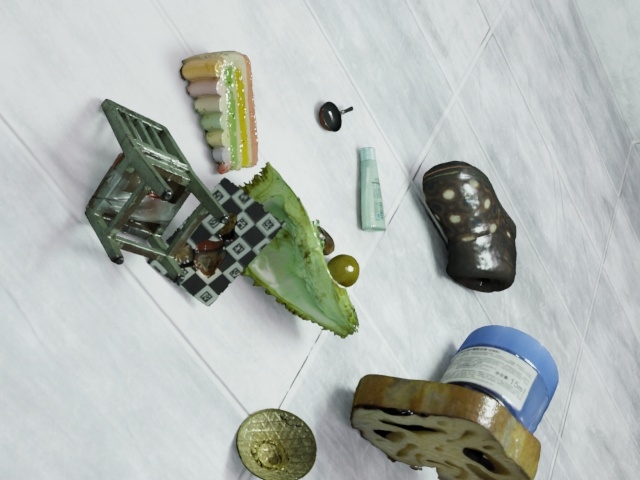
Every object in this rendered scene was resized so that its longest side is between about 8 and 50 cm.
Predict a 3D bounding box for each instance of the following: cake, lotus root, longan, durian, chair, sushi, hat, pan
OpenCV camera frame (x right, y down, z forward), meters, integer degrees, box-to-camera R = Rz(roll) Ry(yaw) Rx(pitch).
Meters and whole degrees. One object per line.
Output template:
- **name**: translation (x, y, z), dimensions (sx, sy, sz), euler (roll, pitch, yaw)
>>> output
- **cake**: translation (-0.162, -0.236, 1.408), dimensions (0.109, 0.090, 0.225), euler (-31, 106, -54)
- **lotus root**: translation (0.246, 0.379, 1.529), dimensions (0.391, 0.375, 0.111), euler (26, 64, -1)
- **lotus root**: translation (0.002, -0.001, 1.593), dimensions (0.083, 0.030, 0.037), euler (45, 50, -34)
- **longan**: translation (0.045, 0.069, 1.599), dimensions (0.075, 0.075, 0.083), euler (29, 68, -44)
- **durian**: translation (-0.033, 0.021, 1.413), dimensions (0.163, 0.198, 0.394), euler (-51, 121, -46)
- **chair**: translation (-0.279, -0.077, 1.209), dimensions (0.136, 0.147, 0.270), euler (23, 20, -49)
- **sushi**: translation (-0.172, -0.002, 1.290), dimensions (0.139, 0.201, 0.031), euler (41, 7, -26)
- **hat**: translation (-0.084, 0.377, 1.374), dimensions (0.146, 0.067, 0.146), euler (11, 44, -11)
- **pan**: translation (0.033, -0.275, 1.705), dimensions (0.115, 0.023, 0.068), euler (-30, 103, -47)

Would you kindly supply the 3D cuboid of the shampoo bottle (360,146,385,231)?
- **shampoo bottle**: translation (0.113, -0.116, 1.751), dimensions (0.069, 0.041, 0.190), euler (6, 76, -45)

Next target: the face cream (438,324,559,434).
- **face cream**: translation (0.407, 0.360, 1.832), dimensions (0.225, 0.249, 0.249), euler (-44, 115, -41)

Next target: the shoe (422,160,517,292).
- **shoe**: translation (0.372, -0.016, 1.941), dimensions (0.384, 0.171, 0.237), euler (44, 45, -45)
